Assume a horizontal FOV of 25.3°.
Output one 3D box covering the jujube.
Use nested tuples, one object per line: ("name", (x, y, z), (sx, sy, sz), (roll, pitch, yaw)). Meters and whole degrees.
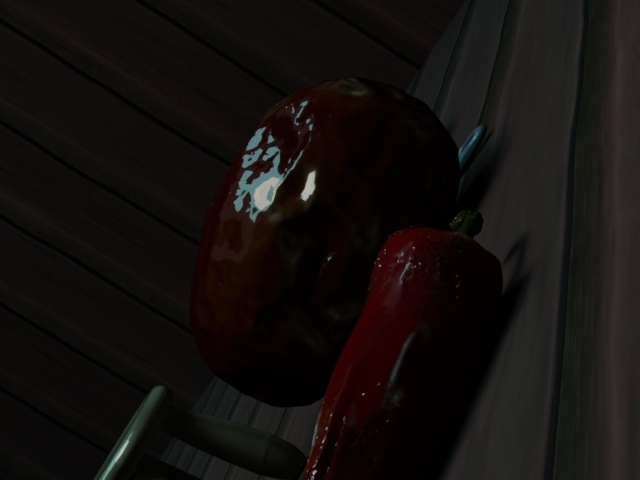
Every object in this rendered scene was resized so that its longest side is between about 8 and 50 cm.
("jujube", (0.000, -0.001, 1.632), (0.276, 0.276, 0.377), (-72, 2, -73))

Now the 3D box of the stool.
("stool", (-0.155, 0.293, 1.610), (0.195, 0.198, 0.195), (-52, 8, 39))

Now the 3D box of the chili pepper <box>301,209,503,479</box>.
("chili pepper", (0.067, 0.091, 1.104), (0.110, 0.110, 0.387), (-53, 8, 51))

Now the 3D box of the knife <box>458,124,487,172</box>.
("knife", (0.131, -0.026, 1.838), (0.313, 0.019, 0.044), (-58, 6, 34))
